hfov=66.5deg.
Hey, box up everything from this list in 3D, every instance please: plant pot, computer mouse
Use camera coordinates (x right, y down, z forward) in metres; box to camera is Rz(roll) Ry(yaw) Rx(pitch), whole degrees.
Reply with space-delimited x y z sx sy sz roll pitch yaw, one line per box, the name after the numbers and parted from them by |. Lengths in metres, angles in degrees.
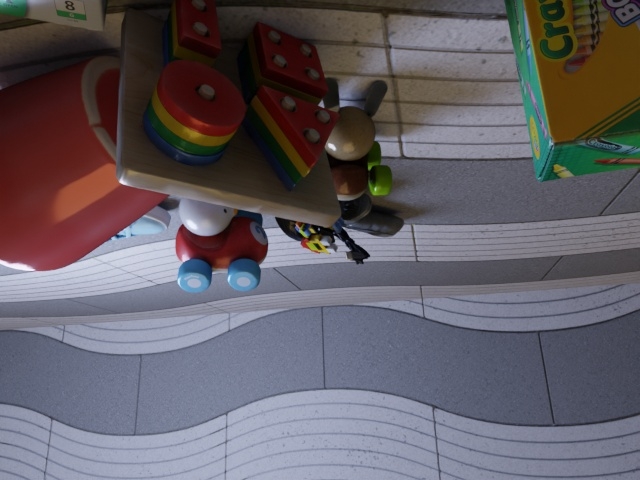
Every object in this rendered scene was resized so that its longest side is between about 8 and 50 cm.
-0.341 -0.118 0.694 0.243 0.275 0.275 -21 156 20 | plant pot
0.000 0.000 1.187 0.262 0.184 0.060 17 111 -45 | computer mouse

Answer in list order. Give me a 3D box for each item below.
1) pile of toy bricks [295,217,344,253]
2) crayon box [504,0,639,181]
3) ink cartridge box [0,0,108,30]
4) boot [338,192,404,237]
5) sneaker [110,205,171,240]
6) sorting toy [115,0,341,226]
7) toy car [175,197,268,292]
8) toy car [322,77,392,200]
-0.038 -0.064 1.053 0.105 0.118 0.212 2 149 32 | pile of toy bricks
0.257 -0.201 0.425 0.165 0.278 0.081 -7 162 14 | crayon box
-0.297 -0.298 0.438 0.181 0.056 0.225 4 163 -18 | ink cartridge box
0.125 -0.054 1.189 0.208 0.076 0.190 18 167 -32 | boot
-0.533 -0.017 1.108 0.366 0.150 0.135 2 162 -13 | sneaker
-0.090 -0.164 0.571 0.257 0.255 0.089 11 142 -33 | sorting toy
-0.222 -0.044 1.070 0.210 0.219 0.238 -1 133 -4 | toy car
0.040 -0.175 0.794 0.155 0.149 0.188 -2 133 -10 | toy car
